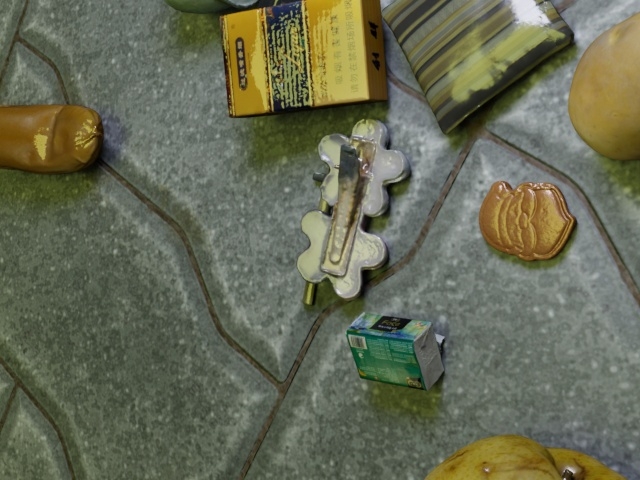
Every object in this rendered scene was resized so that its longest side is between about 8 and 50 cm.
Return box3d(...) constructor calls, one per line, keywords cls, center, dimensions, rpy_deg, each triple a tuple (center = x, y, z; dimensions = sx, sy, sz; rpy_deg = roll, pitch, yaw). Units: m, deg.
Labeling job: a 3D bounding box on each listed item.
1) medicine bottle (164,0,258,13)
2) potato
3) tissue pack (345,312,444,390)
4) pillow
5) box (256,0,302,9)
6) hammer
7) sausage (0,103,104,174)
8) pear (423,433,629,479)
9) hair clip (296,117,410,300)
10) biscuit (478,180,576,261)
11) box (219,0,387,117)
box3d(cls="medicine bottle", center=(-0.172, -0.433, 1.470), dimensions=(0.143, 0.147, 0.147), rpy_deg=(5, 91, 37))
box3d(cls="potato", center=(0.377, -0.183, 1.031), dimensions=(0.234, 0.146, 0.150), rpy_deg=(-25, 42, 36))
box3d(cls="tissue pack", center=(0.106, 0.144, 1.267), dimensions=(0.111, 0.079, 0.085), rpy_deg=(4, 122, 39))
box3d(cls="pillow", center=(0.198, -0.282, 1.225), dimensions=(0.208, 0.052, 0.212), rpy_deg=(-36, 69, 29))
box3d(cls="box", center=(-0.021, -0.328, 1.410), dimensions=(0.201, 0.042, 0.212), rpy_deg=(33, 108, 35))
box3d(cls="hammer", center=(0.000, 0.000, 1.395), dimensions=(0.062, 0.013, 0.199), rpy_deg=(13, 96, 38))
box3d(cls="sausage", center=(-0.519, -0.190, 1.760), dimensions=(0.354, 0.116, 0.134), rpy_deg=(8, 79, 36))
box3d(cls="pear", center=(0.221, 0.371, 1.021), dimensions=(0.314, 0.314, 0.314), rpy_deg=(-2, 86, 39))
box3d(cls="hair clip", center=(0.043, -0.046, 1.330), dimensions=(0.146, 0.075, 0.257), rpy_deg=(15, 104, 21))
box3d(cls="biscuit", center=(0.259, -0.026, 1.183), dimensions=(0.130, 0.019, 0.102), rpy_deg=(14, 98, 38))
box3d(cls="box", center=(-0.026, -0.263, 1.347), dimensions=(0.237, 0.070, 0.152), rpy_deg=(-2, 95, 28))
